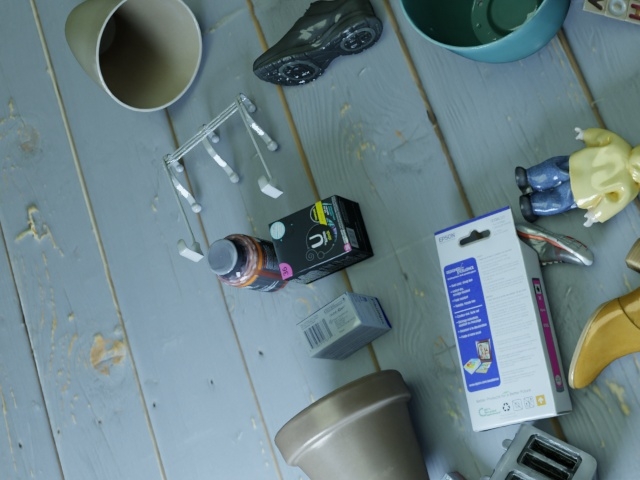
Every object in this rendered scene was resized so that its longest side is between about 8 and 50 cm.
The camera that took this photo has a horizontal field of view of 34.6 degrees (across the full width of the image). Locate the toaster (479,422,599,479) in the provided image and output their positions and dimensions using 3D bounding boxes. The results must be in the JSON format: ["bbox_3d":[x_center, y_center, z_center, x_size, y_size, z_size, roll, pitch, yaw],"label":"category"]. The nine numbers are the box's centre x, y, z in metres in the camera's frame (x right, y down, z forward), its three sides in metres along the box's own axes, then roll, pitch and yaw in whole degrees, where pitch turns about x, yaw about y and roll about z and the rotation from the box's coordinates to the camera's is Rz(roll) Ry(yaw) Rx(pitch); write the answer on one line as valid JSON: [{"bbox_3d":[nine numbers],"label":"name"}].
[{"bbox_3d":[0.368,0.423,1.715,0.185,0.110,0.168,25,65,29],"label":"toaster"}]

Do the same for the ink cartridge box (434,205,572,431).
[{"bbox_3d":[0.318,0.140,1.818,0.175,0.069,0.371,-21,75,40],"label":"ink cartridge box"}]

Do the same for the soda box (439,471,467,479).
[{"bbox_3d":[0.279,0.490,1.809,0.183,0.063,0.058,40,102,27],"label":"soda box"}]

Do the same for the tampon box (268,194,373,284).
[{"bbox_3d":[0.000,0.000,2.008,0.161,0.101,0.121,-24,71,23],"label":"tampon box"}]

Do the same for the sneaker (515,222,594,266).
[{"bbox_3d":[0.410,0.021,1.821,0.158,0.061,0.065,27,112,35],"label":"sneaker"}]

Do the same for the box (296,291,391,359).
[{"bbox_3d":[0.045,0.163,1.940,0.126,0.137,0.072,-34,67,19],"label":"box"}]

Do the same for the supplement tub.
[{"bbox_3d":[-0.142,0.043,2.023,0.106,0.198,0.106,-5,80,26],"label":"supplement tub"}]

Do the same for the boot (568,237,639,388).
[{"bbox_3d":[0.559,0.156,1.688,0.211,0.104,0.295,29,92,29],"label":"boot"}]

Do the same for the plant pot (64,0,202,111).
[{"bbox_3d":[-0.440,-0.441,2.250,0.274,0.256,0.257,28,96,45],"label":"plant pot"}]

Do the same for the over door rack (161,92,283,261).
[{"bbox_3d":[-0.197,-0.123,2.102,0.239,0.108,0.324,-38,42,18],"label":"over door rack"}]

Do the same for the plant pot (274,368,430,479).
[{"bbox_3d":[0.081,0.391,1.821,0.263,0.263,0.229,-36,71,19],"label":"plant pot"}]

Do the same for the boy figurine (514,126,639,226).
[{"bbox_3d":[0.482,-0.118,1.776,0.285,0.092,0.177,-15,72,24],"label":"boy figurine"}]

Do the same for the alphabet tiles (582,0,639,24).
[{"bbox_3d":[0.534,-0.502,1.785,0.198,0.009,0.237,12,88,-9],"label":"alphabet tiles"}]

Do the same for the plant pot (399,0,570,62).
[{"bbox_3d":[0.314,-0.448,1.832,0.293,0.235,0.293,-5,80,27],"label":"plant pot"}]

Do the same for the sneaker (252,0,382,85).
[{"bbox_3d":[-0.012,-0.413,2.090,0.286,0.109,0.130,-23,63,16],"label":"sneaker"}]
